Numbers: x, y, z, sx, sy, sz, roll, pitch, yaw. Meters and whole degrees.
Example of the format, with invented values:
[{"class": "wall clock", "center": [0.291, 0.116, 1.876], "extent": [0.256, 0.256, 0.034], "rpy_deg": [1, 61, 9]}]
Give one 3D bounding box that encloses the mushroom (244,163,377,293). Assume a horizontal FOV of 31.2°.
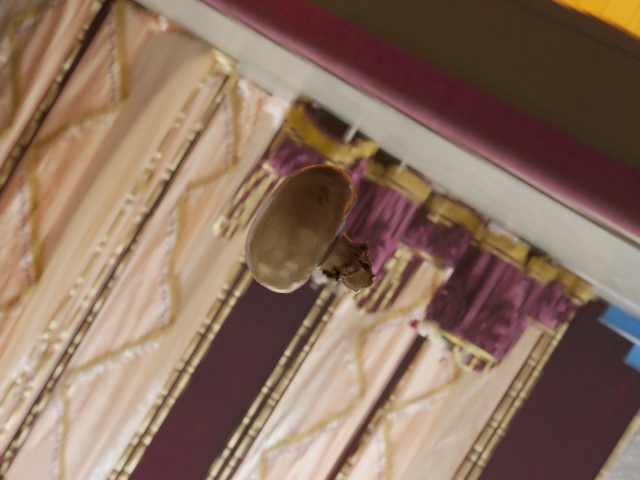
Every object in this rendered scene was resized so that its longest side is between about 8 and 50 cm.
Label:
[{"class": "mushroom", "center": [0.000, 0.000, 0.678], "extent": [0.079, 0.085, 0.085], "rpy_deg": [32, -178, -1]}]
